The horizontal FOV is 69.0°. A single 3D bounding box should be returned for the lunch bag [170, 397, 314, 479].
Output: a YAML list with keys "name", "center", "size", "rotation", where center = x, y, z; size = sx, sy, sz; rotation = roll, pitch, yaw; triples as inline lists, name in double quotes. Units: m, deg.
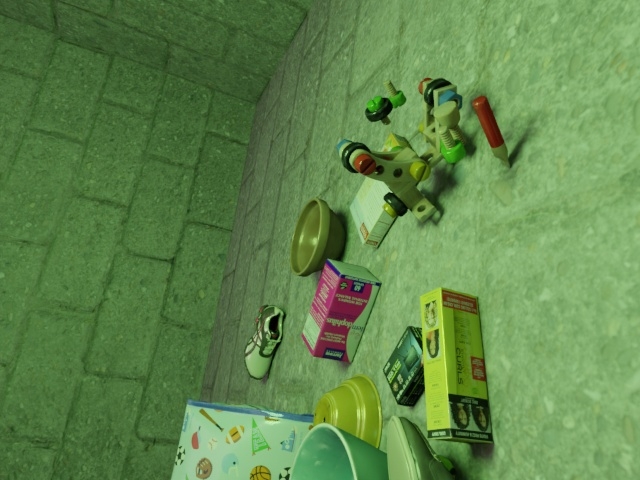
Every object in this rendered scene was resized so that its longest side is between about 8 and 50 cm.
- name: "lunch bag"
  center: [-0.162, 0.592, 1.181]
  size: [0.386, 0.239, 0.327]
  rotation: [-5, 68, 27]

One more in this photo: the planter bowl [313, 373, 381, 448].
- name: "planter bowl"
  center: [0.043, 0.404, 1.037]
  size: [0.217, 0.091, 0.217]
  rotation: [-165, 90, -69]

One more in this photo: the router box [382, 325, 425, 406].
- name: "router box"
  center: [0.172, 0.239, 0.888]
  size: [0.092, 0.038, 0.122]
  rotation: [-112, 41, -58]

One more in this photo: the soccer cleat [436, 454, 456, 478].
- name: "soccer cleat"
  center: [0.176, 0.434, 0.733]
  size: [0.072, 0.060, 0.178]
  rotation: [130, 156, -67]

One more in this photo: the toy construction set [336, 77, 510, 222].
- name: "toy construction set"
  center: [0.216, -0.154, 0.898]
  size: [0.257, 0.237, 0.309]
  rotation: [-50, 33, -18]

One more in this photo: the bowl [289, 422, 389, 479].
- name: "bowl"
  center: [0.064, 0.496, 0.819]
  size: [0.311, 0.163, 0.311]
  rotation: [-165, 90, -69]

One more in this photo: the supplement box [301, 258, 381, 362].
- name: "supplement box"
  center: [0.046, 0.173, 1.150]
  size: [0.114, 0.111, 0.219]
  rotation: [-134, 60, -65]

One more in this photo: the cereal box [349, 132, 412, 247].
- name: "cereal box"
  center: [0.156, -0.124, 1.156]
  size: [0.173, 0.048, 0.240]
  rotation: [-103, 34, -51]

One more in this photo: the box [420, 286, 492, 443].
- name: "box"
  center: [0.214, 0.197, 0.745]
  size: [0.058, 0.087, 0.232]
  rotation: [-41, 38, 53]

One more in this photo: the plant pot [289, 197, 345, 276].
- name: "plant pot"
  center: [0.000, 0.000, 1.388]
  size: [0.237, 0.110, 0.237]
  rotation: [-164, 90, -70]

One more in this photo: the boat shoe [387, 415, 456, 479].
- name: "boat shoe"
  center: [0.170, 0.403, 0.639]
  size: [0.335, 0.096, 0.112]
  rotation: [-102, 17, -50]

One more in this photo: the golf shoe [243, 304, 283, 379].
- name: "golf shoe"
  center: [-0.201, 0.366, 1.675]
  size: [0.120, 0.105, 0.272]
  rotation: [-9, 68, 60]
